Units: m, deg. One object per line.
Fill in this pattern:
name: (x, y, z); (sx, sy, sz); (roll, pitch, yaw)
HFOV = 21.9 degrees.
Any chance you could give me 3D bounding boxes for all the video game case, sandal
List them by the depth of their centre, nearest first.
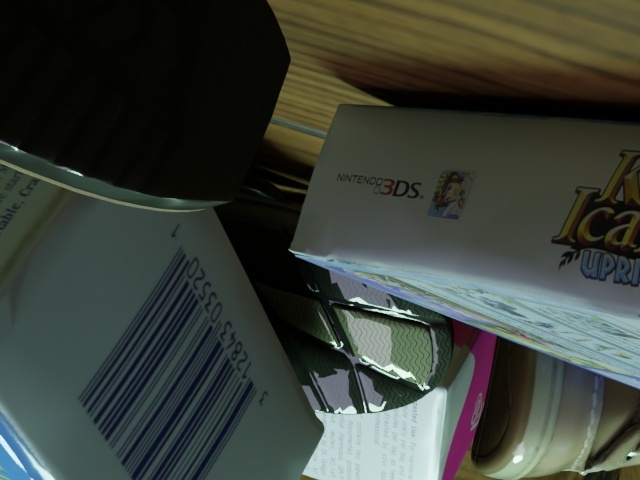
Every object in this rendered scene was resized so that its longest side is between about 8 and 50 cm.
video game case: (0.168, 0.029, 0.539); (0.269, 0.061, 0.244); (21, 172, -36)
sandal: (-0.066, -0.003, 0.877); (0.303, 0.086, 0.120); (20, 131, 19)

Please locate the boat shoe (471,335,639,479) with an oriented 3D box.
boat shoe: (0.133, 0.062, 0.809); (0.098, 0.109, 0.302); (11, 180, 8)

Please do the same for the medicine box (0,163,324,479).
medicine box: (-0.181, 0.036, 0.776); (0.289, 0.149, 0.263); (14, 148, 30)

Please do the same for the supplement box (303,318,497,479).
supplement box: (-0.011, 0.062, 0.999); (0.220, 0.111, 0.114); (15, 131, 18)

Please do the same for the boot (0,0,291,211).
boot: (-0.117, -0.057, 0.348); (0.198, 0.077, 0.137); (32, 152, -17)

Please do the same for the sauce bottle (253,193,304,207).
sauce bottle: (0.000, 0.000, 0.921); (0.128, 0.042, 0.042); (9, 170, 46)
